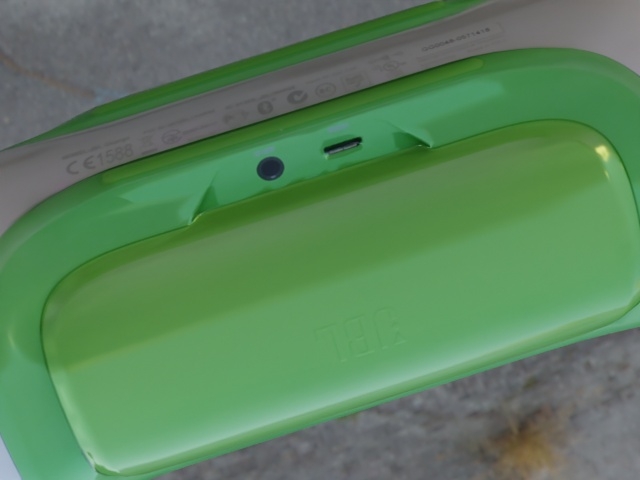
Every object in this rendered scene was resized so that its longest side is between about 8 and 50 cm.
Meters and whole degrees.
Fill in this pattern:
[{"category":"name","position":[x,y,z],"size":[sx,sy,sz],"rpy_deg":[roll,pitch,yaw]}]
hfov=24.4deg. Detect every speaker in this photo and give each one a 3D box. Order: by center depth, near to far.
[{"category":"speaker","position":[0.000,0.000,0.515],"size":[0.297,0.131,0.131],"rpy_deg":[-17,149,-2]}]
